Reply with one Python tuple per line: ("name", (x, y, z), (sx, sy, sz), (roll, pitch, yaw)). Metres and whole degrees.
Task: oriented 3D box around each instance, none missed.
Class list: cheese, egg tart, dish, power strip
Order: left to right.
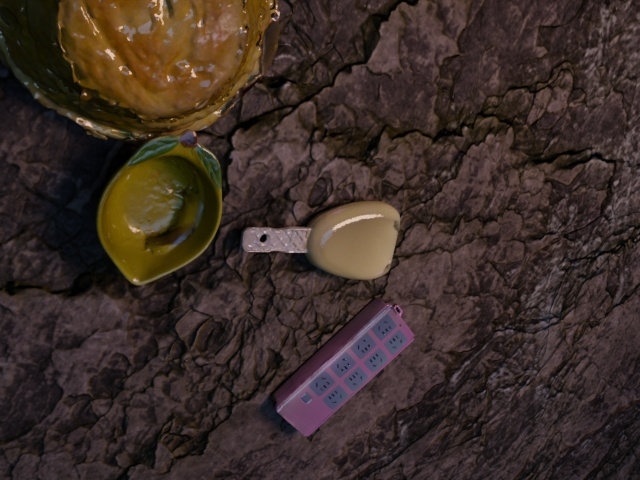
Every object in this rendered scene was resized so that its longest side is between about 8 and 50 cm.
("egg tart", (-0.177, -0.235, 0.676), (0.341, 0.132, 0.341), (-16, 133, -18))
("dish", (-0.202, -0.050, 0.816), (0.149, 0.080, 0.207), (16, 107, -33))
("cheese", (0.000, 0.000, 0.976), (0.252, 0.054, 0.127), (0, 111, -29))
("power strip", (0.039, 0.213, 1.115), (0.279, 0.037, 0.109), (-42, 128, -5))
